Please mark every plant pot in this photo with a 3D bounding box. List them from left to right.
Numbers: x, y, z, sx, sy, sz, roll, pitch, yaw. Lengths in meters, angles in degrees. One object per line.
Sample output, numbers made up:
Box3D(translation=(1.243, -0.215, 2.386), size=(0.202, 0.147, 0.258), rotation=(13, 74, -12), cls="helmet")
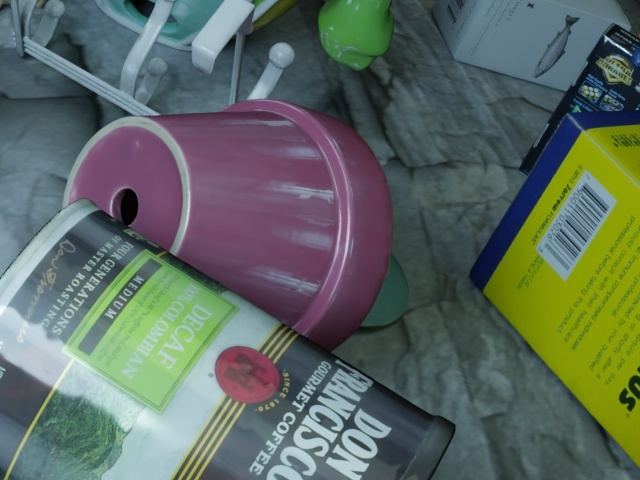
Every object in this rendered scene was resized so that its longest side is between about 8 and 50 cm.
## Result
Box3D(translation=(-0.078, -0.012, 1.304), size=(0.180, 0.201, 0.201), rotation=(10, 34, -50), cls="plant pot")

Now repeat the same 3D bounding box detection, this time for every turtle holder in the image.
Box3D(translation=(-0.085, -0.300, 1.715), size=(0.320, 0.227, 0.243), rotation=(11, 35, -28), cls="turtle holder")

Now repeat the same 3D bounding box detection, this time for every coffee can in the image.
Box3D(translation=(-0.084, 0.129, 1.128), size=(0.275, 0.201, 0.201), rotation=(31, 32, 4), cls="coffee can")

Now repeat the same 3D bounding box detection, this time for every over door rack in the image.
Box3D(translation=(-0.146, -0.183, 1.446), size=(0.240, 0.108, 0.324), rotation=(30, -12, 8), cls="over door rack")

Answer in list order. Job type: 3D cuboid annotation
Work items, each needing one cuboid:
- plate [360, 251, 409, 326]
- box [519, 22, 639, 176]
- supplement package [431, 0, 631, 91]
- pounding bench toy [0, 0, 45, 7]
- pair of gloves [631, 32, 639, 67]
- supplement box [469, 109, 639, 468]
Box3D(translation=(0.000, 0.000, 1.532), size=(0.188, 0.024, 0.188), rotation=(27, 29, -16), cls="plate")
Box3D(translation=(0.332, -0.083, 1.787), size=(0.220, 0.175, 0.051), rotation=(34, 31, 9), cls="box")
Box3D(translation=(0.234, -0.247, 2.011), size=(0.179, 0.105, 0.105), rotation=(12, 35, -24), cls="supplement package")
Box3D(translation=(-0.272, -0.258, 1.640), size=(0.065, 0.083, 0.052), rotation=(-14, 51, -47), cls="pounding bench toy")
Box3D(translation=(0.377, -0.137, 1.694), size=(0.198, 0.023, 0.159), rotation=(27, 23, -8), cls="pair of gloves")
Box3D(translation=(0.334, 0.069, 1.553), size=(0.194, 0.195, 0.356), rotation=(-5, 44, -43), cls="supplement box")
